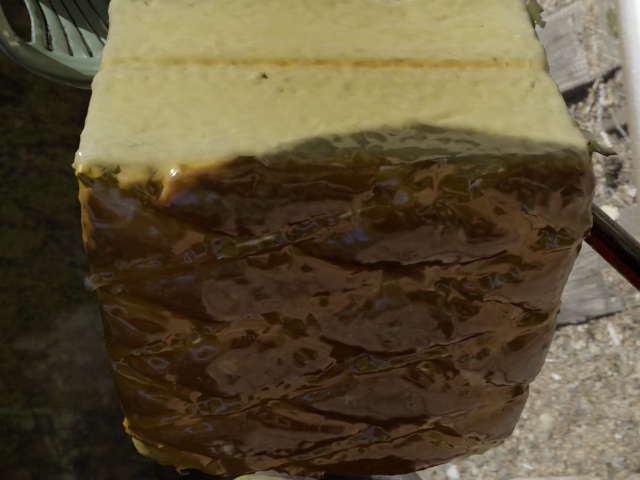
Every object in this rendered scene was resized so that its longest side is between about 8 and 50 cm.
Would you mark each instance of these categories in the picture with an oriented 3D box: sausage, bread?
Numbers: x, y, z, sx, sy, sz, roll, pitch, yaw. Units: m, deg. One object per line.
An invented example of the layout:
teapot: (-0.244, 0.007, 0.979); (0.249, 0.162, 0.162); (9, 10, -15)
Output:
sausage: (0.196, 0.007, 0.569); (0.025, 0.028, 0.198); (-43, 53, 6)
bread: (0.000, 0.000, 0.560); (0.207, 0.279, 0.279); (-99, 12, -45)

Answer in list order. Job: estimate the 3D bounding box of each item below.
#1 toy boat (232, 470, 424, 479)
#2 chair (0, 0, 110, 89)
toy boat: (0.040, 0.278, 0.731); (0.276, 0.293, 0.111); (36, 102, 6)
chair: (-0.261, -0.292, 0.857); (0.275, 0.203, 0.190); (43, 130, 42)
